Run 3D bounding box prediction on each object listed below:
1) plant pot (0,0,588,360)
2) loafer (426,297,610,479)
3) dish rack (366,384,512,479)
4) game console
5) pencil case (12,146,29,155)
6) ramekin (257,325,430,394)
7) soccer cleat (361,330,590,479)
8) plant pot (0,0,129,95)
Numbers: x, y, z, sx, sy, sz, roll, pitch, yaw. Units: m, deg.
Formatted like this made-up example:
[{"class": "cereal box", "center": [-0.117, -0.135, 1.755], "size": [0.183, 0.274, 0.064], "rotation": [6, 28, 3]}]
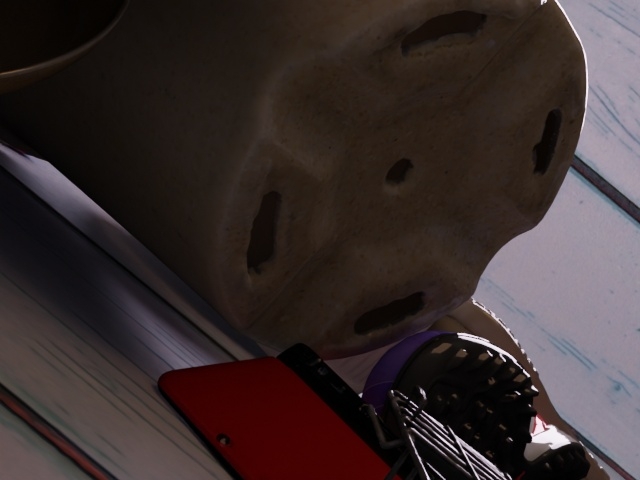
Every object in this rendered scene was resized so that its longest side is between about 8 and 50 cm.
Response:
[{"class": "plant pot", "center": [-0.032, -0.111, 0.815], "size": [0.305, 0.334, 0.334], "rotation": [47, 7, 38]}, {"class": "loafer", "center": [0.141, 0.161, 1.106], "size": [0.268, 0.092, 0.102], "rotation": [55, -8, -16]}, {"class": "dish rack", "center": [0.090, 0.157, 0.536], "size": [0.208, 0.074, 0.271], "rotation": [40, 7, -11]}, {"class": "game console", "center": [0.003, 0.121, 0.696], "size": [0.144, 0.085, 0.124], "rotation": [42, -27, 37]}, {"class": "pencil case", "center": [-0.236, -0.154, 1.041], "size": [0.236, 0.104, 0.104], "rotation": [40, 3, 25]}, {"class": "ramekin", "center": [0.000, 0.000, 1.043], "size": [0.207, 0.109, 0.207], "rotation": [51, 12, -15]}, {"class": "soccer cleat", "center": [0.068, 0.112, 0.880], "size": [0.116, 0.108, 0.318], "rotation": [29, -5, 26]}, {"class": "plant pot", "center": [-0.198, -0.122, 0.636], "size": [0.236, 0.032, 0.236], "rotation": [12, 36, -9]}]
